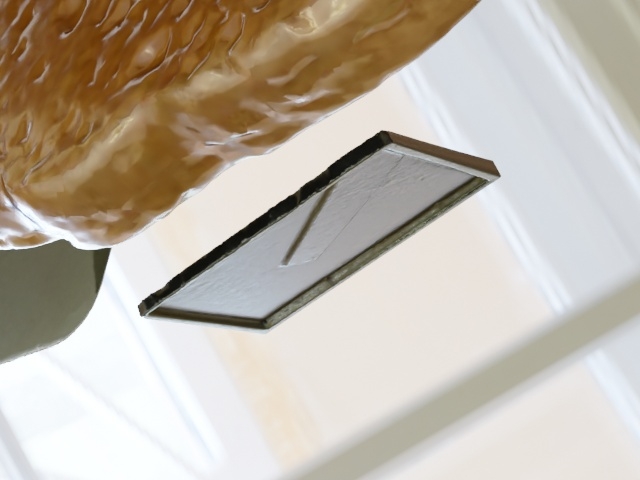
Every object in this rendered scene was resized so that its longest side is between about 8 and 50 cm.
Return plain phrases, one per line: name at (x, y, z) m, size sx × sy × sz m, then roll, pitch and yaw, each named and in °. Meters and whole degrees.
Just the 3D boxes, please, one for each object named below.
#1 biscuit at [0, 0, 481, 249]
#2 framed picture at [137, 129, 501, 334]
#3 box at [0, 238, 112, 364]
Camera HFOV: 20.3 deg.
biscuit at (-0.035, -0.163, 0.728) m, size 0.078 × 0.349 × 0.455 m, roll 34°, pitch 151°, yaw -31°
framed picture at (0.000, -0.001, 1.456) m, size 0.192 × 0.265 × 0.018 m, roll 12°, pitch -131°, yaw -59°
box at (-0.250, -0.069, 1.210) m, size 0.090 × 0.373 × 0.367 m, roll 28°, pitch 112°, yaw 22°
